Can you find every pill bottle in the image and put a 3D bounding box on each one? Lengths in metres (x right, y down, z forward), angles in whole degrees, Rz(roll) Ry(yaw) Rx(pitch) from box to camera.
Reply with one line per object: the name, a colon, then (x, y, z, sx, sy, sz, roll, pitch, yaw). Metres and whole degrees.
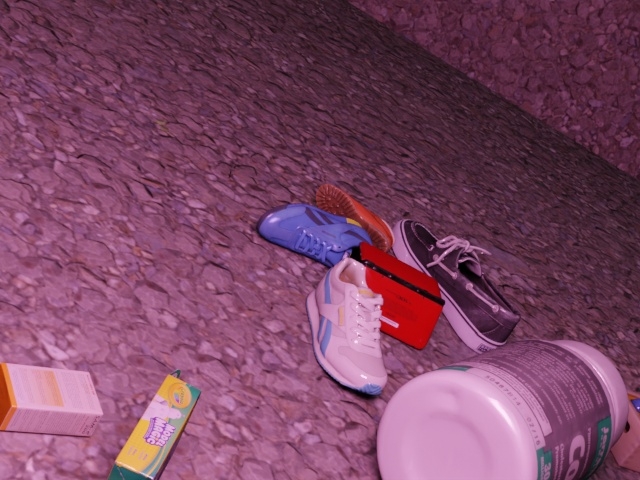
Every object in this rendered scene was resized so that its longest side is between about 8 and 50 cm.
pill bottle: (0.245, 0.235, 1.361, 0.204, 0.204, 0.361, 45, 28, 24)

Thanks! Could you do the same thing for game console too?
game console: (0.108, 0.083, 1.638, 0.144, 0.124, 0.085, 27, -10, -11)

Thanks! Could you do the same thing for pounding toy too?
pounding toy: (0.527, 0.306, 1.682, 0.130, 0.100, 0.141, 21, 28, -24)

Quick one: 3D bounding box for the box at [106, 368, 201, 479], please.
box: (-0.167, 0.208, 1.043, 0.043, 0.105, 0.179, 25, 26, -2)

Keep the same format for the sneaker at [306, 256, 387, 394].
sneaker: (0.043, 0.115, 1.470, 0.087, 0.092, 0.229, 20, 29, -30)

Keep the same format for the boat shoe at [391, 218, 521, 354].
boat shoe: (0.223, 0.049, 1.783, 0.113, 0.105, 0.306, 13, 32, -36)

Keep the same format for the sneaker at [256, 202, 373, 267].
sneaker: (0.000, 0.000, 1.657, 0.209, 0.069, 0.082, 13, 35, -37)

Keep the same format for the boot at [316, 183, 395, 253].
boot: (0.060, -0.036, 1.811, 0.158, 0.059, 0.084, 46, 24, 8)

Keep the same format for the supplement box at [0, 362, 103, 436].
supplement box: (-0.275, 0.160, 1.082, 0.098, 0.036, 0.062, 13, 31, -36)
